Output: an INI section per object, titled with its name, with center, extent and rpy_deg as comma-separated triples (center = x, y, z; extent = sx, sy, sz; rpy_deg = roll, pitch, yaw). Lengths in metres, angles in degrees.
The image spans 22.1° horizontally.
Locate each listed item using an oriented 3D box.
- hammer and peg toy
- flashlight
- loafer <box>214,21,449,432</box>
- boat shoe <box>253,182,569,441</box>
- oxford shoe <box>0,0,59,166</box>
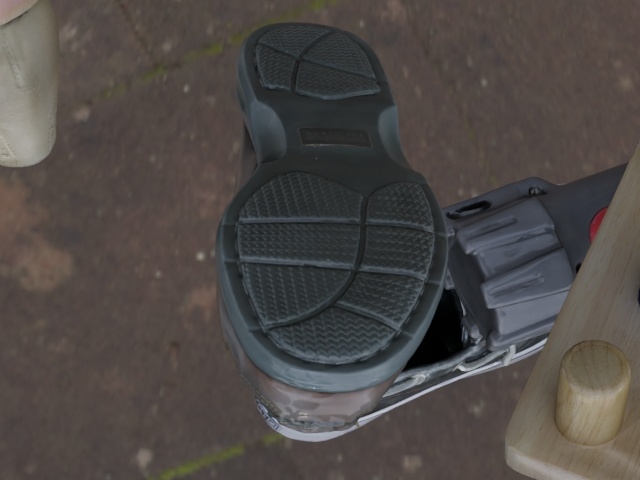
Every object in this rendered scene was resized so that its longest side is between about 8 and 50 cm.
[hammer and peg toy]
center = 0.277, 0.019, 0.917
extent = 0.265, 0.361, 0.127
rpy_deg = 18, 147, 17
[flashlight]
center = 0.230, -0.011, 1.044
extent = 0.304, 0.103, 0.103
rpy_deg = -20, 115, -15
[loafer]
center = 0.000, 0.000, 0.719
extent = 0.096, 0.267, 0.084
rpy_deg = 6, 125, -6
[boat shoe]
center = 0.096, 0.035, 1.107
extent = 0.306, 0.105, 0.113
rpy_deg = -21, 79, -20
[oxford shoe]
center = -0.275, -0.163, 0.995
extent = 0.140, 0.397, 0.147
rpy_deg = -25, 128, -19
